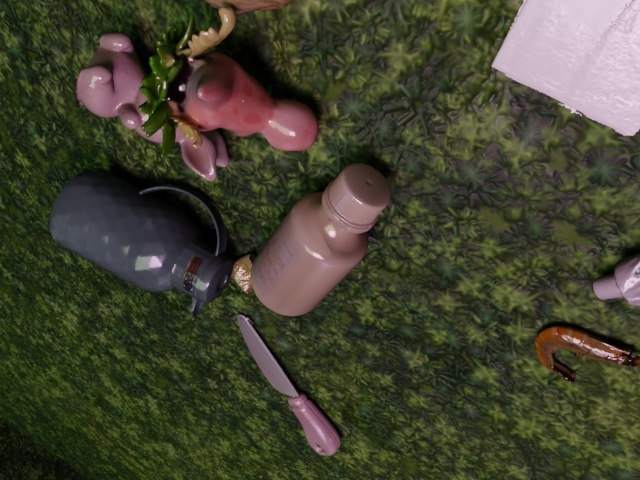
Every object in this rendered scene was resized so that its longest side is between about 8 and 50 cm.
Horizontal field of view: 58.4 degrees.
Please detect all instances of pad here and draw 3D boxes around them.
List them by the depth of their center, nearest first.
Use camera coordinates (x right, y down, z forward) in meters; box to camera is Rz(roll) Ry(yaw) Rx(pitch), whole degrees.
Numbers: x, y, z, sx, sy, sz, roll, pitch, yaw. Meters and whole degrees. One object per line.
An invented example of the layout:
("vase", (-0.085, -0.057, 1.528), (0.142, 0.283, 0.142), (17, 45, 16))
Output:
("pad", (0.260, -0.207, 0.474), (0.156, 0.004, 0.232), (31, 137, 8))

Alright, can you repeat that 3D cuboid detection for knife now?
("knife", (-0.067, 0.273, 1.091), (0.081, 0.043, 0.336), (-19, 106, 50))

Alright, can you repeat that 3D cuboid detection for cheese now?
("cheese", (-0.108, 0.051, 0.917), (0.060, 0.041, 0.084), (55, 151, -6))

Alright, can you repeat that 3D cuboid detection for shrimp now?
("shrimp", (0.331, 0.146, 0.707), (0.127, 0.025, 0.091), (8, 129, 35))

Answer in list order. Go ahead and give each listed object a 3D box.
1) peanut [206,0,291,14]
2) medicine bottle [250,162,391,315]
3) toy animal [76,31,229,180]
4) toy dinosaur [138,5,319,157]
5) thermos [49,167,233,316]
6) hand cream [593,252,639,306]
("peanut", (-0.105, -0.295, 0.587), (0.214, 0.099, 0.100), (31, 137, 9))
("medicine bottle", (0.000, 0.000, 0.745), (0.114, 0.114, 0.252), (40, 138, -1))
("toy animal", (-0.201, -0.176, 0.753), (0.212, 0.124, 0.124), (26, 140, -17))
("toy dinosaur", (-0.103, -0.144, 0.646), (0.176, 0.152, 0.194), (20, 172, 16))
("thermos", (-0.270, -0.011, 0.915), (0.286, 0.145, 0.182), (25, 102, 12))
("hand cream", (0.387, 0.013, 0.544), (0.256, 0.050, 0.084), (-25, 106, 41))
